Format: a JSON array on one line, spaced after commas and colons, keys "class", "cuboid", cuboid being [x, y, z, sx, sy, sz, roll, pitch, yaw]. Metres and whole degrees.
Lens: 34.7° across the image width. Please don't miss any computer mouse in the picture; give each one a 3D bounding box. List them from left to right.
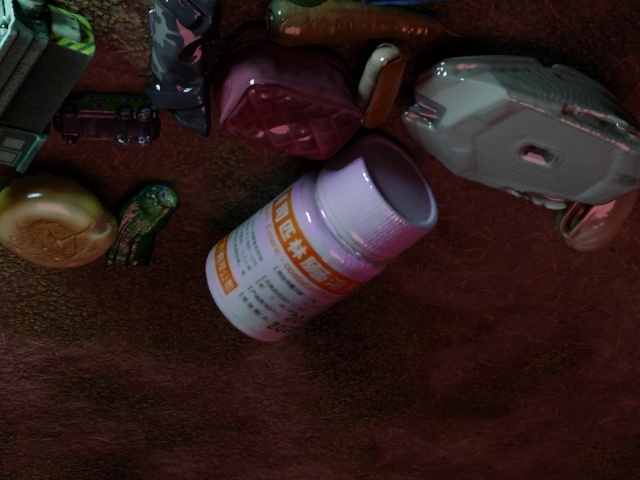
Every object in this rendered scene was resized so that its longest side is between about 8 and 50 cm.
[{"class": "computer mouse", "cuboid": [0.342, -0.191, 1.667, 0.429, 0.145, 0.228, 17, 144, -10]}]

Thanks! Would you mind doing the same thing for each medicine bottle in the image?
[{"class": "medicine bottle", "cuboid": [0.000, 0.000, 1.778, 0.388, 0.219, 0.219, -35, 134, 30]}]

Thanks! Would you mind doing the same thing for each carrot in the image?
[{"class": "carrot", "cuboid": [0.067, -0.321, 1.518, 0.298, 0.078, 0.078, 0, 141, -15]}]

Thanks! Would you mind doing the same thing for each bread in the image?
[{"class": "bread", "cuboid": [-0.455, -0.036, 1.749, 0.213, 0.104, 0.213, -5, 145, -3]}, {"class": "bread", "cuboid": [0.086, -0.242, 1.600, 0.073, 0.053, 0.214, -30, 164, -17]}]

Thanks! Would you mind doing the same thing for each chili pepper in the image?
[{"class": "chili pepper", "cuboid": [-0.324, -0.019, 1.828, 0.098, 0.061, 0.224, 10, 139, -28]}]

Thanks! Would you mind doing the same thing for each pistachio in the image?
[{"class": "pistachio", "cuboid": [0.501, -0.071, 1.856, 0.152, 0.126, 0.223, -24, 149, -38]}]

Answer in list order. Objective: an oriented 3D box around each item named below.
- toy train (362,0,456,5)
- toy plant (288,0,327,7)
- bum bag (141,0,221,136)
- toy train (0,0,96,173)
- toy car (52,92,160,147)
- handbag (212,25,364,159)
[{"class": "toy train", "cuboid": [0.132, -0.428, 1.253, 0.300, 0.188, 0.265, -10, 133, -25]}, {"class": "toy plant", "cuboid": [-0.067, -0.383, 1.334, 0.240, 0.088, 0.154, 6, 129, -37]}, {"class": "bum bag", "cuboid": [-0.195, -0.290, 1.465, 0.095, 0.144, 0.340, -37, 154, -34]}, {"class": "toy train", "cuboid": [-0.454, -0.235, 1.492, 0.178, 0.138, 0.330, 14, 135, -39]}, {"class": "toy car", "cuboid": [-0.334, -0.193, 1.609, 0.165, 0.062, 0.071, 1, 140, -11]}, {"class": "handbag", "cuboid": [-0.052, -0.222, 1.567, 0.225, 0.135, 0.146, 13, 136, -30]}]
